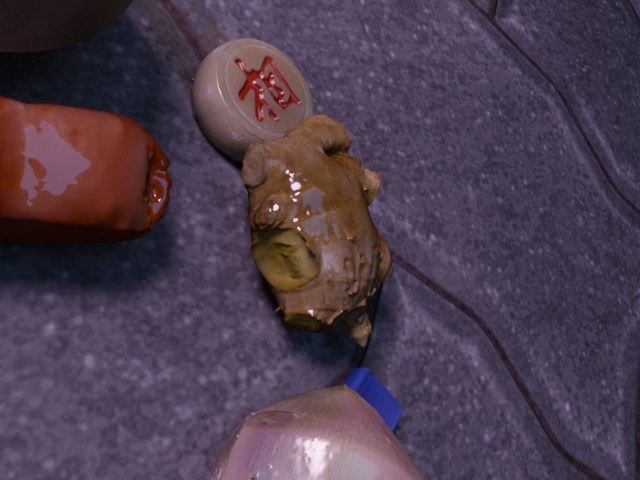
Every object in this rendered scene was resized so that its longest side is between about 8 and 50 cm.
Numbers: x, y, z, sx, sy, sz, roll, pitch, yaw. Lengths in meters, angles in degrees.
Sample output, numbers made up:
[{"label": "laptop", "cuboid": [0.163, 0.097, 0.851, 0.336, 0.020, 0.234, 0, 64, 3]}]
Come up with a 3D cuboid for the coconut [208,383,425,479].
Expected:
[{"label": "coconut", "cuboid": [-0.008, 0.192, 0.558, 0.171, 0.171, 0.182, 28, 58, -31]}]

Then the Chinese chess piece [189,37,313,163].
[{"label": "Chinese chess piece", "cuboid": [-0.064, -0.132, 0.725, 0.122, 0.051, 0.122, 18, 61, -36]}]

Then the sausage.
[{"label": "sausage", "cuboid": [-0.258, -0.048, 0.487, 0.349, 0.094, 0.097, 2, 84, -43]}]

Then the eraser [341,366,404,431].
[{"label": "eraser", "cuboid": [0.035, 0.168, 0.698, 0.063, 0.027, 0.084, 49, 48, -13]}]

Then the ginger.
[{"label": "ginger", "cuboid": [0.000, 0.000, 0.687, 0.157, 0.102, 0.216, -34, 108, -54]}]

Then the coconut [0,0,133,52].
[{"label": "coconut", "cuboid": [-0.206, -0.234, 0.513, 0.202, 0.222, 0.202, -28, 135, -32]}]
